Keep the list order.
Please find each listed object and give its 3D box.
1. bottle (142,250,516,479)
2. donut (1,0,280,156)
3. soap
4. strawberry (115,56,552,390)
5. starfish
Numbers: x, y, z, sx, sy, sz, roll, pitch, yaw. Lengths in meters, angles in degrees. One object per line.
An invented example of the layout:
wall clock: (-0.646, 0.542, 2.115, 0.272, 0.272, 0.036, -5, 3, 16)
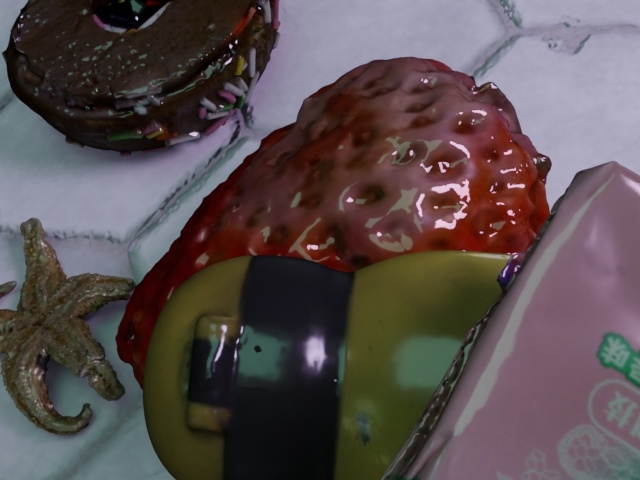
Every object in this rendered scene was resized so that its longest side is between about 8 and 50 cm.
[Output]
bottle: (0.079, 0.085, 0.537, 0.351, 0.171, 0.172, 6, 57, 2)
donut: (-0.160, -0.190, 0.903, 0.269, 0.103, 0.270, -7, 54, 10)
soap: (0.175, 0.106, 0.395, 0.273, 0.098, 0.218, 33, 82, 6)
strawberry: (0.000, 0.000, 0.690, 0.336, 0.149, 0.265, -31, 54, -4)
starfish: (-0.221, 0.058, 0.778, 0.150, 0.053, 0.210, -19, 51, -2)
